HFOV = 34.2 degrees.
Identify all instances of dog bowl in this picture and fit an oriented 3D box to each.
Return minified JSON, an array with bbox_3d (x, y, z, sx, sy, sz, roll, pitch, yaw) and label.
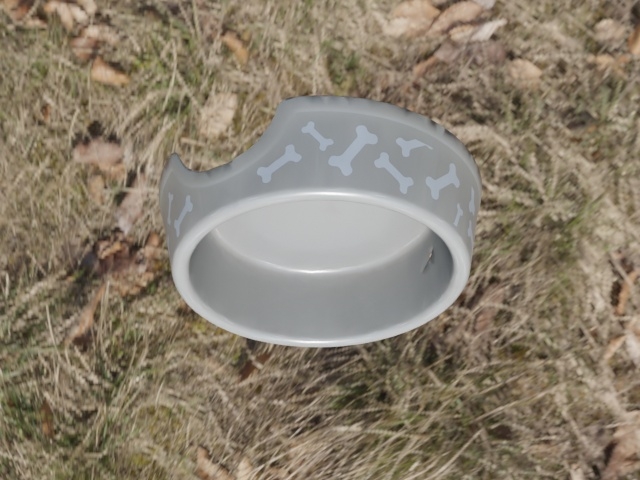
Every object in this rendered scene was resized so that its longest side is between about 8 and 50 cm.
[{"bbox_3d":[0.000,0.000,1.089,0.348,0.349,0.102,7,55,-10],"label":"dog bowl"}]
